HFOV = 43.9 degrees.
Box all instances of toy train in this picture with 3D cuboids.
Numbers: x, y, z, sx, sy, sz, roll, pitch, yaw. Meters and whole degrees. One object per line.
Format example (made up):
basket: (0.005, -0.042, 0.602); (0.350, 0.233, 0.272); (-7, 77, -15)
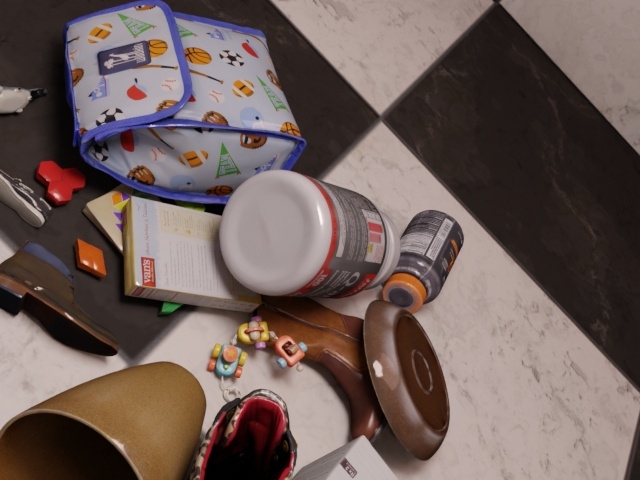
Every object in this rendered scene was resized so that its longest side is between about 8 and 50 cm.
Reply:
toy train: (-0.106, 0.195, 1.350); (0.166, 0.046, 0.125); (-31, 77, -25)

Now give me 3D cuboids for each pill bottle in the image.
pill bottle: (0.213, 0.050, 1.699); (0.130, 0.130, 0.245); (43, 44, -7)
pill bottle: (0.000, 0.000, 1.435); (0.363, 0.210, 0.210); (10, 53, -61)

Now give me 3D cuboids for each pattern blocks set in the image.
pattern blocks set: (-0.315, -0.022, 1.387); (0.285, 0.026, 0.324); (-23, 78, -46)

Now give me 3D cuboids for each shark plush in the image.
shark plush: (-0.536, -0.255, 1.351); (0.067, 0.073, 0.161); (31, 42, 25)

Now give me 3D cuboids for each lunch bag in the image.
lunch bag: (-0.260, -0.253, 1.436); (0.386, 0.239, 0.327); (5, 47, -29)

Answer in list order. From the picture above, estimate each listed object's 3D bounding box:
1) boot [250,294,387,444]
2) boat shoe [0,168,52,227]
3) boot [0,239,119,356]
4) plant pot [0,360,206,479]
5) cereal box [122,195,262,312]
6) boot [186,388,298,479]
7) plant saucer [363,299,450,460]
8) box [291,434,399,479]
boot: (0.000, 0.215, 1.433); (0.281, 0.096, 0.264); (27, 50, -20)
boat shoe: (-0.484, -0.076, 1.271); (0.125, 0.046, 0.038); (43, 43, -12)
boot: (-0.388, 0.086, 1.210); (0.219, 0.082, 0.106); (33, 48, -14)
plant pot: (-0.270, 0.275, 1.096); (0.237, 0.237, 0.254); (49, 27, -1)
cereal box: (-0.222, 0.027, 1.374); (0.240, 0.047, 0.172); (13, 54, -33)
boot: (-0.108, 0.312, 1.120); (0.138, 0.284, 0.377); (29, 44, 4)
plant saucer: (0.172, 0.251, 1.487); (0.310, 0.050, 0.310); (48, 30, -39)
box: (0.043, 0.433, 1.247); (0.181, 0.182, 0.119); (51, 42, 1)
